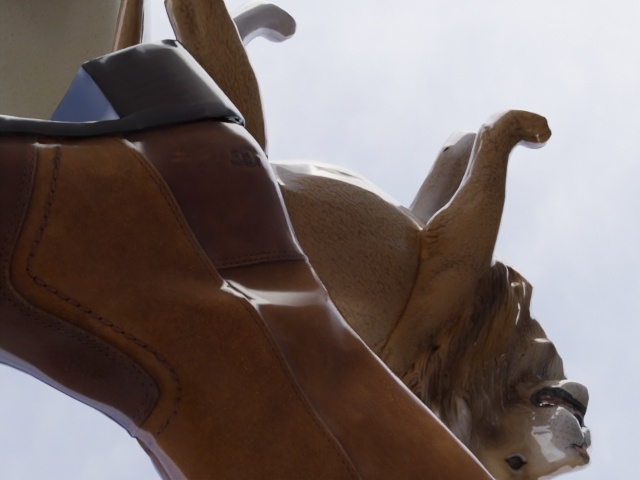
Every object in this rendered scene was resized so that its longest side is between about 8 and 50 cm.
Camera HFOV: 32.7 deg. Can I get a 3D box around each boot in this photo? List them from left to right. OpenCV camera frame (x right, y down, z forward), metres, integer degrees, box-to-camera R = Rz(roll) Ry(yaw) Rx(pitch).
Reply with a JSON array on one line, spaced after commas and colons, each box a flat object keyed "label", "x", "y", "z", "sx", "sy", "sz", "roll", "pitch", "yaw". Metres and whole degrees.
[{"label": "boot", "x": -0.077, "y": 0.078, "z": 0.429, "sx": 0.264, "sy": 0.096, "sz": 0.280, "roll": -27, "pitch": -100, "yaw": -44}]

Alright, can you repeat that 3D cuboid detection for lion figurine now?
[{"label": "lion figurine", "x": 0.000, "y": 0.000, "z": 0.617, "sx": 0.392, "sy": 0.142, "sz": 0.240, "roll": 28, "pitch": -102, "yaw": -19}]

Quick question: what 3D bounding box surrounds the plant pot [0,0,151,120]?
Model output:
[{"label": "plant pot", "x": -0.222, "y": -0.139, "z": 0.770, "sx": 0.256, "sy": 0.256, "sz": 0.274, "roll": -37, "pitch": -47, "yaw": -29}]
